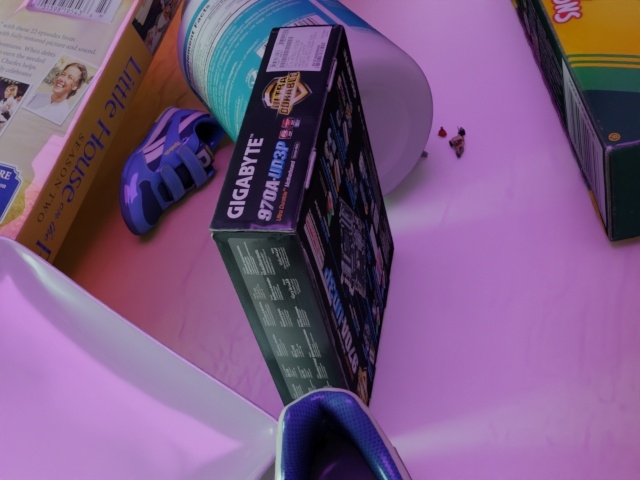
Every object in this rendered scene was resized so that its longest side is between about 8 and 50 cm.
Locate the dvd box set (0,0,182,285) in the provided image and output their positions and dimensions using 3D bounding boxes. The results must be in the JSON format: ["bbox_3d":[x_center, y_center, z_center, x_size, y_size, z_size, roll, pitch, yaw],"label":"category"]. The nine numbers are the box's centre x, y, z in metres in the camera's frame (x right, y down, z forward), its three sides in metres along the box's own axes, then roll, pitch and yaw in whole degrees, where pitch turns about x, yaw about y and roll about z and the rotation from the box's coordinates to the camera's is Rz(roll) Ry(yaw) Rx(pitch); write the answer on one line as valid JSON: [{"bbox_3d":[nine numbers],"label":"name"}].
[{"bbox_3d":[-0.331,-0.098,0.848,0.308,0.062,0.420,14,70,20],"label":"dvd box set"}]

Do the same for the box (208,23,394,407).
[{"bbox_3d":[0.000,0.000,0.634,0.051,0.220,0.175,0,50,15],"label":"box"}]

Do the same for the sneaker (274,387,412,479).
[{"bbox_3d":[0.023,0.212,0.495,0.112,0.131,0.296,-19,47,-2],"label":"sneaker"}]

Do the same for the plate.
[{"bbox_3d":[-0.208,0.155,0.631,0.277,0.045,0.278,31,55,16],"label":"plate"}]

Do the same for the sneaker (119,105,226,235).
[{"bbox_3d":[-0.129,-0.065,0.854,0.059,0.053,0.144,6,52,20],"label":"sneaker"}]

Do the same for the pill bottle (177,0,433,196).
[{"bbox_3d":[-0.030,-0.144,0.825,0.146,0.146,0.264,-30,43,-9],"label":"pill bottle"}]

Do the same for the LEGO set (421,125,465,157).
[{"bbox_3d":[0.080,-0.087,0.824,0.083,0.023,0.054,-15,46,5],"label":"LEGO set"}]

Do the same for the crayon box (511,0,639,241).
[{"bbox_3d":[0.332,-0.191,0.777,0.313,0.106,0.362,-13,46,7],"label":"crayon box"}]
